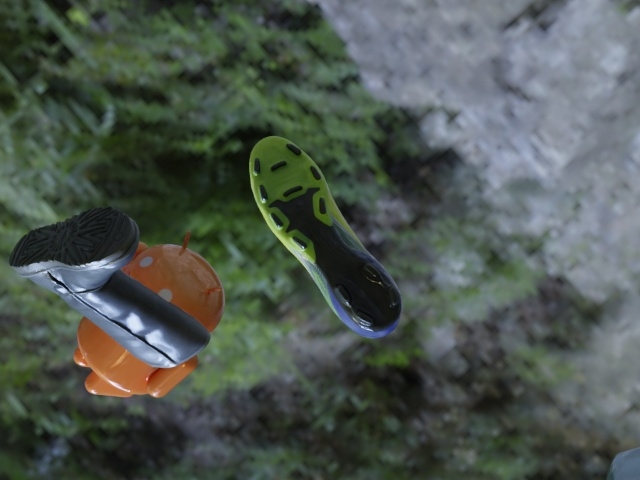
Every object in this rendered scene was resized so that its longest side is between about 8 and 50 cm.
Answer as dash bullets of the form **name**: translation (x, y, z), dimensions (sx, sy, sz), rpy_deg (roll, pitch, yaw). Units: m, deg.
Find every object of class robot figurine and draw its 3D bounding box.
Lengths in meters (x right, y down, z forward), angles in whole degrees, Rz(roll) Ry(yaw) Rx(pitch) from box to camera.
- **robot figurine**: translation (-0.197, 0.090, 1.985), dimensions (0.219, 0.128, 0.158), rpy_deg (-46, -165, 27)

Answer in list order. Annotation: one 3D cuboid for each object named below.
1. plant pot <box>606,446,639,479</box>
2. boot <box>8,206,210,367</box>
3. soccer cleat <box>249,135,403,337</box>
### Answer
- **plant pot**: translation (0.388, 0.309, 1.795), dimensions (0.166, 0.165, 0.234), rpy_deg (-17, -160, 5)
- **boot**: translation (-0.187, 0.056, 1.716), dimensions (0.190, 0.208, 0.076), rpy_deg (-4, -131, 47)
- **soccer cleat**: translation (-0.001, 0.001, 2.145), dimensions (0.093, 0.289, 0.121), rpy_deg (-34, 173, -9)
